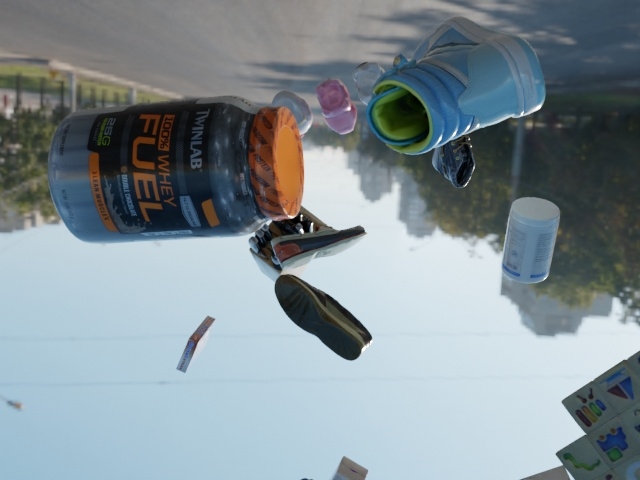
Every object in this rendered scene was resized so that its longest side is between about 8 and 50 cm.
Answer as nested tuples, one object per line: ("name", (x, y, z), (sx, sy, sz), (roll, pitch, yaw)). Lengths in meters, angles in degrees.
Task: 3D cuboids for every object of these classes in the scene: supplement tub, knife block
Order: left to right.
("supplement tub", (-0.206, -0.103, 1.292), (0.337, 0.207, 0.207), (-4, -174, 15))
("knife block", (-0.096, 0.031, 1.852), (0.088, 0.276, 0.242), (38, -144, 12))
("supplement tub", (0.299, 0.000, 1.250), (0.071, 0.107, 0.071), (3, -149, -2))

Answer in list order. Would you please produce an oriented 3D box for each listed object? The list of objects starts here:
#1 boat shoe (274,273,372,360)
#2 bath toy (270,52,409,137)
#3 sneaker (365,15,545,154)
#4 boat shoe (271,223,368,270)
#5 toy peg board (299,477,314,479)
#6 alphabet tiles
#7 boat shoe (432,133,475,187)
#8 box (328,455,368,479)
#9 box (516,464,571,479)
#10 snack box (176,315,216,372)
("boat shoe", (0.006, 0.144, 1.706), (0.223, 0.080, 0.073), (40, -148, 18))
("bath toy", (0.057, -0.316, 2.015), (0.348, 0.152, 0.129), (-15, -174, 11))
("sneaker", (0.136, -0.208, 1.174), (0.208, 0.127, 0.319), (-22, -162, -9))
("boat shoe", (0.000, 0.000, 1.165), (0.137, 0.043, 0.049), (-18, 160, -25))
("toy peg board", (-0.029, 0.440, 1.364), (0.161, 0.079, 0.160), (-34, -144, -28))
("alphabet tiles", (0.494, 0.311, 1.166), (0.285, 0.343, 0.011), (-43, 168, 30))
("boat shoe", (0.263, -0.192, 1.673), (0.065, 0.183, 0.083), (-19, -135, -19))
("box", (0.003, 0.609, 1.901), (0.067, 0.324, 0.063), (28, -153, 4))
("box", (0.375, 0.630, 1.782), (0.345, 0.215, 0.168), (-20, -138, 5))
("snack box", (-0.236, 0.195, 1.670), (0.022, 0.064, 0.178), (24, -170, 0))
